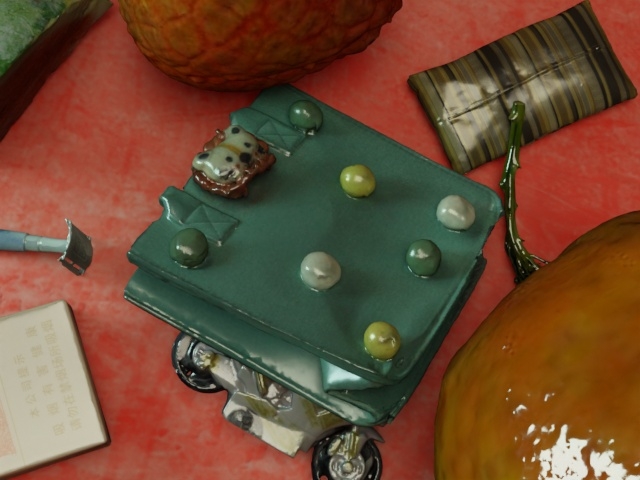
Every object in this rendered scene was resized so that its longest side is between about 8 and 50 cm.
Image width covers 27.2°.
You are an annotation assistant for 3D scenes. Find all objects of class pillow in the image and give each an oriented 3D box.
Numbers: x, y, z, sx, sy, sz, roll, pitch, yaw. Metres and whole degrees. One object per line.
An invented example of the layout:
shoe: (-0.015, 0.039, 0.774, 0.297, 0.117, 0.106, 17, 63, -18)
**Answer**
pillow: (0.198, -0.150, 1.281, 0.203, 0.038, 0.113, -25, 82, -9)

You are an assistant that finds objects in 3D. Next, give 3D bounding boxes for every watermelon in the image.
watermelon: (-0.330, -0.165, 1.197, 0.256, 0.176, 0.260, 21, 76, 40)

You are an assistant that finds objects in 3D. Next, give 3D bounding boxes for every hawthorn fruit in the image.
hawthorn fruit: (0.308, 0.188, 1.028, 0.471, 0.472, 0.472, 1, 79, -4)

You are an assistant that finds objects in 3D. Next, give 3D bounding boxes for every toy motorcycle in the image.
toy motorcycle: (-0.013, 0.120, 1.193, 0.225, 0.073, 0.152, 38, 82, -2)

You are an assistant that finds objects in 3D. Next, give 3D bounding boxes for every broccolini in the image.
broccolini: (0.187, -0.033, 1.247, 0.052, 0.054, 0.194, -12, 90, 32)

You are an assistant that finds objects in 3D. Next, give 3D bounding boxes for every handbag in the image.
handbag: (0.003, -0.001, 1.161, 0.274, 0.100, 0.269, 32, 54, 6)

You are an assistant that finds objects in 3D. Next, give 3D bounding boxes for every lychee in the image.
lychee: (-0.074, -0.255, 1.182, 0.300, 0.255, 0.255, 17, 78, 12)

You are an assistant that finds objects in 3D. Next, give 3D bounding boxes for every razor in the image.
razor: (-0.283, 0.002, 1.213, 0.135, 0.068, 0.040, 5, 75, 9)

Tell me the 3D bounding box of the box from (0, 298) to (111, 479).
box: (-0.300, 0.147, 1.173, 0.201, 0.058, 0.141, -16, 80, -7)
